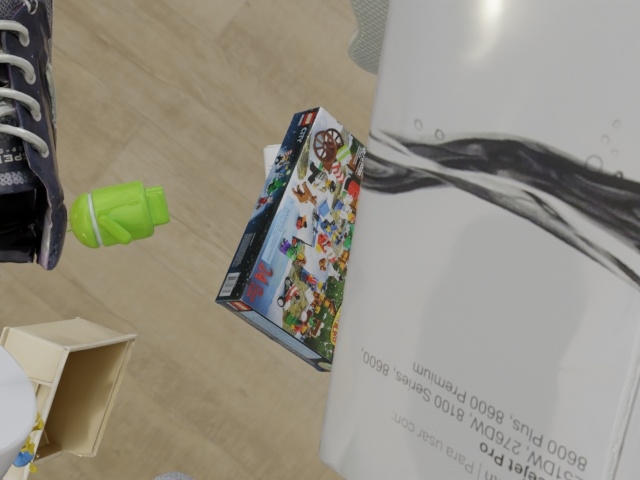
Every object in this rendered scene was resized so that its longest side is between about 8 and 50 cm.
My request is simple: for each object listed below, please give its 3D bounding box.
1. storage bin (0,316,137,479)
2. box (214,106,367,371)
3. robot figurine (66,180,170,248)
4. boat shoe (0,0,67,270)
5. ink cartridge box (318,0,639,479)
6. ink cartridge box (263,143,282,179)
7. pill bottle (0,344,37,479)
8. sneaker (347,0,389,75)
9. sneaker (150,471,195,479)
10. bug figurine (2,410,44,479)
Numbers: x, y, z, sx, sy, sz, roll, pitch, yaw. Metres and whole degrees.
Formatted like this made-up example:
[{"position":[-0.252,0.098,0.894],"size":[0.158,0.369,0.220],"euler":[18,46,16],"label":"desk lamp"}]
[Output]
[{"position":[-0.458,0.273,1.627],"size":[0.123,0.262,0.260],"euler":[20,94,12],"label":"storage bin"},{"position":[0.000,0.000,1.003],"size":[0.159,0.044,0.233],"euler":[37,61,-33],"label":"box"},{"position":[-0.231,-0.029,1.080],"size":[0.115,0.101,0.067],"euler":[-13,108,-8],"label":"robot figurine"},{"position":[-0.241,-0.121,0.703],"size":[0.127,0.340,0.158],"euler":[-15,51,-21],"label":"boat shoe"},{"position":[0.175,-0.062,0.447],"size":[0.166,0.286,0.394],"euler":[26,114,44],"label":"ink cartridge box"},{"position":[-0.018,-0.034,1.807],"size":[0.117,0.201,0.278],"euler":[-6,84,12],"label":"ink cartridge box"},{"position":[-0.203,0.132,0.375],"size":[0.121,0.121,0.216],"euler":[35,105,4],"label":"pill bottle"},{"position":[0.105,-0.310,1.189],"size":[0.102,0.282,0.161],"euler":[18,77,5],"label":"sneaker"},{"position":[-0.161,0.461,1.064],"size":[0.210,0.137,0.365],"euler":[-31,80,20],"label":"sneaker"},{"position":[-0.457,0.278,1.284],"size":[0.072,0.279,0.216],"euler":[-20,108,4],"label":"bug figurine"}]
